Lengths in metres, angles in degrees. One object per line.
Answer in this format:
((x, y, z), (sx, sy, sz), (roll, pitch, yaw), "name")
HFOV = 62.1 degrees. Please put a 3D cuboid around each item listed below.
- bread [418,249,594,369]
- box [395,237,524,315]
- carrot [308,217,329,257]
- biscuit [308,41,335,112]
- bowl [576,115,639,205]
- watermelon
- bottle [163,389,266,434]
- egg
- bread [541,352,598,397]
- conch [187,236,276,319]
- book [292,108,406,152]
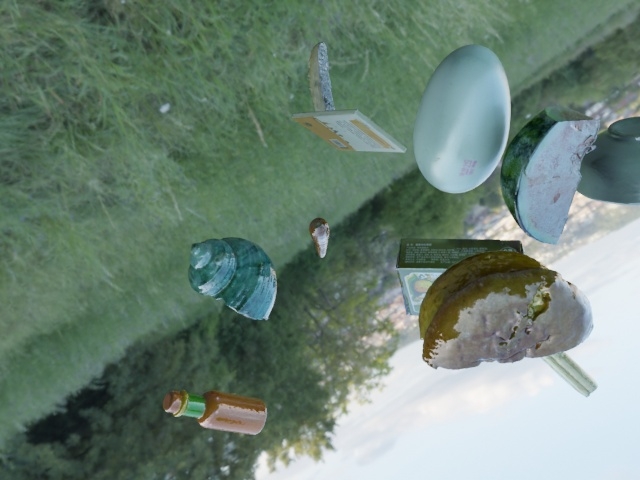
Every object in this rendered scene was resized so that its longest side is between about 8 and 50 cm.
((0.348, 0.116, 1.030), (0.339, 0.179, 0.194), (-9, -158, 1), "bread")
((0.498, 0.148, 1.906), (0.420, 0.138, 0.373), (0, 146, 17), "box")
((0.000, 0.000, 1.310), (0.048, 0.048, 0.216), (-29, 159, -9), "carrot")
((-0.004, -0.483, 1.696), (0.038, 0.290, 0.141), (-19, -152, -17), "biscuit")
((0.763, -0.210, 1.279), (0.289, 0.146, 0.289), (-11, -153, 6), "bowl")
((0.497, -0.140, 1.200), (0.224, 0.180, 0.305), (-41, 141, -51), "watermelon")
((-0.188, 0.300, 0.946), (0.187, 0.069, 0.069), (25, 129, -35), "bottle")
((0.347, -0.290, 1.309), (0.230, 0.230, 0.371), (-24, 132, -28), "egg")
((0.670, 0.343, 1.474), (0.060, 0.178, 0.139), (-47, 170, 6), "bread")
((-0.192, 0.066, 1.133), (0.202, 0.196, 0.134), (13, 109, -31), "conch")
((0.075, -0.305, 1.503), (0.207, 0.295, 0.020), (28, 82, -36), "book")
